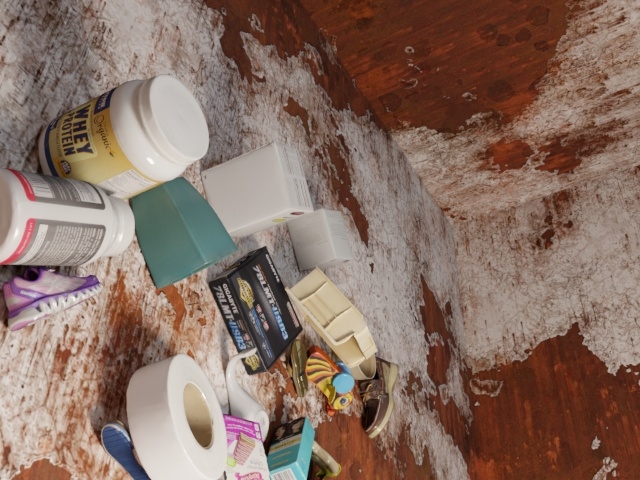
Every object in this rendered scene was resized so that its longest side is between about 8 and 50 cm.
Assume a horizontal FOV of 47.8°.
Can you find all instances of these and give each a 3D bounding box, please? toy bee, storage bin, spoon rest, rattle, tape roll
[{"bbox_3d":[0.048,0.476,2.301,0.298,0.162,0.195,39,9,4],"label":"toy bee"},{"bbox_3d":[0.043,0.247,2.238,0.260,0.123,0.262,47,-8,26],"label":"storage bin"},{"bbox_3d":[-0.197,0.424,1.916,0.137,0.084,0.276,-15,100,-64],"label":"spoon rest"},{"bbox_3d":[-0.047,0.636,2.086,0.199,0.143,0.130,53,-9,-24],"label":"rattle"},{"bbox_3d":[-0.306,0.396,1.573,0.286,0.100,0.286,-21,90,-82],"label":"tape roll"}]

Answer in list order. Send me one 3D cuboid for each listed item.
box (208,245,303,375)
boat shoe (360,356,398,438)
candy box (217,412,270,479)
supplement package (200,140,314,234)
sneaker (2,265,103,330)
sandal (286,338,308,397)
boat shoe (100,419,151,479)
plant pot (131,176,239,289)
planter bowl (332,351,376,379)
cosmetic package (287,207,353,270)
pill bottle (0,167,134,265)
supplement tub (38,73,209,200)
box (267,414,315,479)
[{"bbox_3d":[-0.181,0.196,2.104,0.295,0.073,0.293,68,25,-9],"label":"box"},{"bbox_3d":[0.191,0.553,2.599,0.123,0.123,0.342,32,41,-9],"label":"boat shoe"},{"bbox_3d":[-0.201,0.538,1.721,0.159,0.071,0.233,29,34,-43],"label":"candy box"},{"bbox_3d":[-0.185,-0.141,2.102,0.145,0.262,0.203,5,68,-64],"label":"supplement package"},{"bbox_3d":[-0.530,0.093,1.427,0.104,0.095,0.236,63,25,1],"label":"sneaker"},{"bbox_3d":[-0.076,0.393,2.214,0.072,0.049,0.180,-17,102,-60],"label":"sandal"},{"bbox_3d":[-0.394,0.430,1.503,0.066,0.066,0.183,-79,152,-55],"label":"boat shoe"},{"bbox_3d":[-0.354,-0.030,1.800,0.234,0.166,0.165,64,24,0],"label":"plant pot"},{"bbox_3d":[0.108,0.410,2.501,0.162,0.109,0.162,44,36,-45],"label":"planter bowl"},{"bbox_3d":[0.000,0.000,2.521,0.151,0.152,0.183,7,66,-63],"label":"cosmetic package"},{"bbox_3d":[-0.522,-0.038,1.415,0.319,0.176,0.176,6,67,-61],"label":"pill bottle"},{"bbox_3d":[-0.428,-0.214,1.581,0.228,0.316,0.228,45,34,-44],"label":"supplement tub"},{"bbox_3d":[-0.081,0.567,1.936,0.244,0.101,0.060,-73,139,-75],"label":"box"}]
